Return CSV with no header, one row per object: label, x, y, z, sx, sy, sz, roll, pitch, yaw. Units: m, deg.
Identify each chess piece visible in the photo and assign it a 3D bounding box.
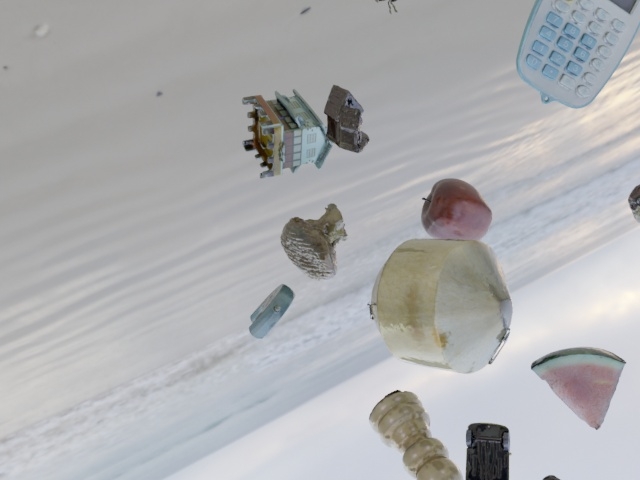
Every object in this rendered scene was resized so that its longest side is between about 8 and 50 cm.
chess piece,0.225,0.481,1.386,0.143,0.260,0.142,-12,126,-17

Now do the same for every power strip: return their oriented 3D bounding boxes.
power strip,-0.116,0.165,1.446,0.137,0.044,0.216,-48,-175,-5

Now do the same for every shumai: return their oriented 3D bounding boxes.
shumai,0.000,0.000,1.566,0.153,0.161,0.210,-40,-144,-22

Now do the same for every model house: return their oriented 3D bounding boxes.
model house,0.076,-0.322,1.580,0.106,0.165,0.152,-21,126,-24
model house,-0.106,-0.323,1.807,0.216,0.224,0.198,-12,133,-21

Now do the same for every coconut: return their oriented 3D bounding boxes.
coconut,0.279,0.134,1.336,0.323,0.322,0.323,-27,167,-6

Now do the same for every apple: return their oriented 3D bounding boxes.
apple,0.434,-0.092,1.964,0.234,0.233,0.234,-27,167,-6

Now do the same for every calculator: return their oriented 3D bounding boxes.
calculator,0.578,-0.480,1.338,0.386,0.256,0.054,-66,-161,5

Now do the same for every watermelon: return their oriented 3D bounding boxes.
watermelon,0.602,0.308,1.378,0.207,0.202,0.136,-19,-159,41

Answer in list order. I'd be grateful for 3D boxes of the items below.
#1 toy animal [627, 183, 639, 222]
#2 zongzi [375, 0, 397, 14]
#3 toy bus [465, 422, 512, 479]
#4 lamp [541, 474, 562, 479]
toy animal,0.711,-0.082,1.284,0.137,0.098,0.098,-11,160,-40
zongzi,0.095,-0.534,1.144,0.241,0.111,0.248,3,178,-21
toy bus,0.544,0.772,1.973,0.145,0.330,0.151,-2,147,22
lamp,0.318,0.498,0.944,0.244,0.197,0.197,-31,169,-16
